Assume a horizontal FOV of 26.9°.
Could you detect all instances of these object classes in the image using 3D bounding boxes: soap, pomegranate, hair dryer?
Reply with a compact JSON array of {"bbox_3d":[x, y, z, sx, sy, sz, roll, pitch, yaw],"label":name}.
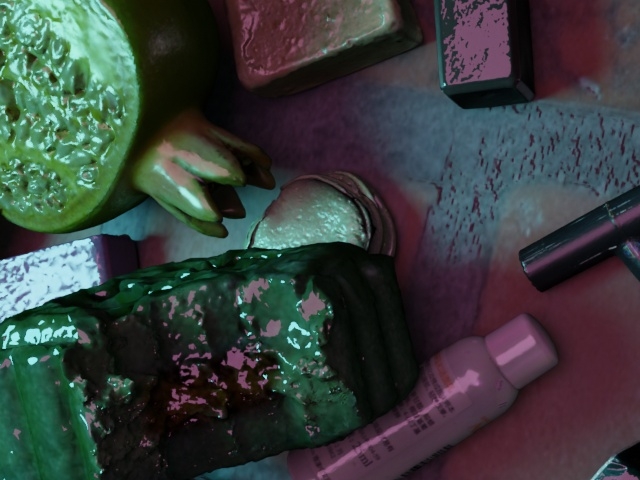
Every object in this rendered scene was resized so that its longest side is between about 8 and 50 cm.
[{"bbox_3d":[-0.264,0.134,1.373,0.181,0.081,0.259,-13,78,19],"label":"soap"},{"bbox_3d":[-0.191,-0.147,1.309,0.358,0.216,0.310,34,121,8],"label":"pomegranate"},{"bbox_3d":[0.292,0.054,1.189,0.173,0.050,0.195,-29,77,19],"label":"hair dryer"}]

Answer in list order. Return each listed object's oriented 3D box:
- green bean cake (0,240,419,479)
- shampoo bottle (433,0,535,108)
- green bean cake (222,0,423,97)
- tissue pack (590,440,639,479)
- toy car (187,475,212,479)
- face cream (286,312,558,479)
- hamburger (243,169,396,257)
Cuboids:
[{"bbox_3d":[-0.106,0.107,1.154,0.308,0.300,0.169,-8,100,30],"label":"green bean cake"},{"bbox_3d":[0.150,-0.252,1.262,0.079,0.080,0.246,-6,81,19],"label":"shampoo bottle"},{"bbox_3d":[0.000,-0.218,1.313,0.179,0.085,0.109,-20,78,19],"label":"green bean cake"},{"bbox_3d":[0.300,0.255,1.126,0.170,0.103,0.090,41,105,21],"label":"tissue pack"},{"bbox_3d":[-0.190,0.293,1.308,0.191,0.100,0.097,-9,78,-14],"label":"toy car"},{"bbox_3d":[0.096,0.158,1.229,0.269,0.082,0.082,-34,72,14],"label":"face cream"},{"bbox_3d":[0.000,0.000,1.298,0.140,0.062,0.133,-41,70,14],"label":"hamburger"}]
